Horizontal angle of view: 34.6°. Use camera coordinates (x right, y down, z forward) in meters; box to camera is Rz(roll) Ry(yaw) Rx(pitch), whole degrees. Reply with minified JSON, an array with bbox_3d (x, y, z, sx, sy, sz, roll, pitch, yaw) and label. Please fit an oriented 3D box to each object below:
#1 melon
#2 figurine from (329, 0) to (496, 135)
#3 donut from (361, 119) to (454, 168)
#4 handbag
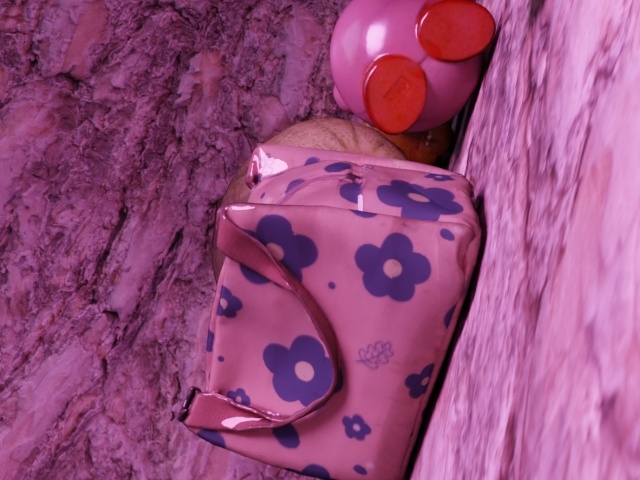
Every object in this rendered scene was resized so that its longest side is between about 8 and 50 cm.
[{"bbox_3d":[0.000,0.000,1.160,0.329,0.248,0.249,111,175,-62],"label":"melon"},{"bbox_3d":[0.091,-0.197,1.100,0.173,0.173,0.173,15,-90,-89],"label":"figurine"},{"bbox_3d":[0.112,-0.152,1.292,0.226,0.113,0.227,14,-90,-89],"label":"donut"},{"bbox_3d":[0.005,0.053,0.820,0.190,0.193,0.252,-82,5,-63],"label":"handbag"}]
